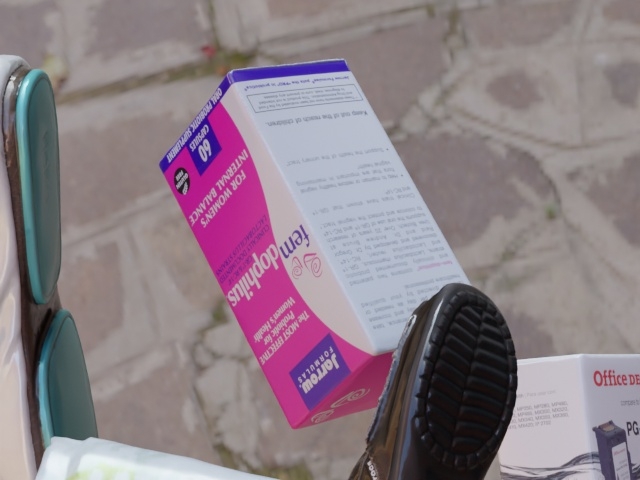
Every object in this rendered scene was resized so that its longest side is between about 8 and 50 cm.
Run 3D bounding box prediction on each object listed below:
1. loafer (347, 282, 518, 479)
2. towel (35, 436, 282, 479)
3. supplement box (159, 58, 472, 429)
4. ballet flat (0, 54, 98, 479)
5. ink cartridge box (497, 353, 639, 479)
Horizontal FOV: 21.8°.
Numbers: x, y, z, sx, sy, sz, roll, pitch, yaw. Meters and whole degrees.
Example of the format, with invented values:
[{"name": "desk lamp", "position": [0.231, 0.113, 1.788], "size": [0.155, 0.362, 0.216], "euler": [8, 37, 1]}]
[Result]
[{"name": "loafer", "position": [0.050, 0.126, 0.966], "size": [0.078, 0.080, 0.220], "euler": [-10, 56, 50]}, {"name": "towel", "position": [0.017, 0.266, 0.665], "size": [0.374, 0.090, 0.321], "euler": [13, 69, 7]}, {"name": "supplement box", "position": [0.000, 0.000, 1.125], "size": [0.114, 0.111, 0.220], "euler": [-12, 64, -42]}, {"name": "ballet flat", "position": [-0.241, 0.058, 1.202], "size": [0.139, 0.400, 0.139], "euler": [-3, 23, 1]}, {"name": "ink cartridge box", "position": [0.248, 0.223, 1.523], "size": [0.100, 0.172, 0.237], "euler": [-11, 80, 34]}]
